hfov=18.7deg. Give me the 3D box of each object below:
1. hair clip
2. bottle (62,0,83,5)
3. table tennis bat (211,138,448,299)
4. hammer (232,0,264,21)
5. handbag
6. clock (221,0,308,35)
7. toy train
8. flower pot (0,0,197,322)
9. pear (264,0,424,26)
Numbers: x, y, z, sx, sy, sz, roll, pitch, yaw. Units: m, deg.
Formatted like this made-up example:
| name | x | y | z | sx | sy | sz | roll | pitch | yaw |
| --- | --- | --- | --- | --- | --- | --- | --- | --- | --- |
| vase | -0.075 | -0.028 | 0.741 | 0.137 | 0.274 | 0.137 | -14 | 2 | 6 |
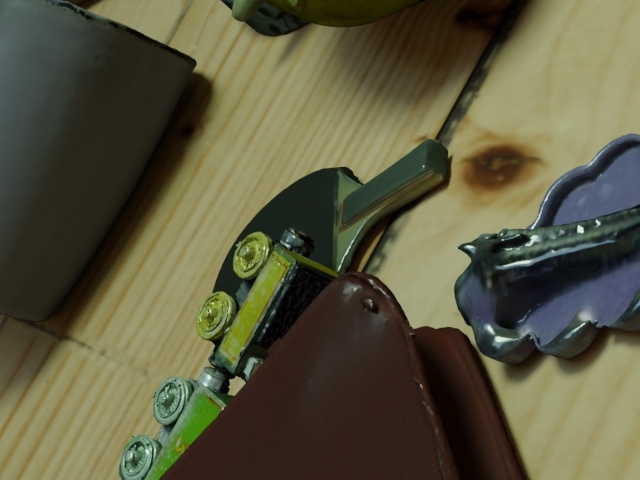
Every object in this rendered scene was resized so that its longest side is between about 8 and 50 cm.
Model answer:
| name | x | y | z | sx | sy | sz | roll | pitch | yaw |
| --- | --- | --- | --- | --- | --- | --- | --- | --- | --- |
| hair clip | 0.145 | -0.007 | 0.998 | 0.195 | 0.052 | 0.124 | -24 | 47 | 37 |
| bottle | -0.216 | -0.255 | 1.804 | 0.140 | 0.053 | 0.053 | -19 | 46 | 48 |
| table tennis bat | 0.000 | 0.000 | 1.245 | 0.220 | 0.019 | 0.130 | -35 | 37 | 37 |
| hammer | -0.074 | -0.209 | 1.487 | 0.060 | 0.028 | 0.195 | -62 | 25 | 5 |
| handbag | -0.011 | 0.184 | 1.018 | 0.275 | 0.084 | 0.260 | -46 | 33 | 21 |
| clock | -0.003 | -0.258 | 1.488 | 0.215 | 0.042 | 0.215 | -38 | 33 | 31 |
| toy train | -0.053 | 0.088 | 1.182 | 0.081 | 0.060 | 0.202 | 36 | 98 | 52 |
| flower pot | -0.258 | -0.076 | 1.504 | 0.265 | 0.265 | 0.243 | 15 | 85 | 60 |
| pear | 0.019 | -0.284 | 1.261 | 0.269 | 0.269 | 0.321 | -39 | 35 | 29 |
